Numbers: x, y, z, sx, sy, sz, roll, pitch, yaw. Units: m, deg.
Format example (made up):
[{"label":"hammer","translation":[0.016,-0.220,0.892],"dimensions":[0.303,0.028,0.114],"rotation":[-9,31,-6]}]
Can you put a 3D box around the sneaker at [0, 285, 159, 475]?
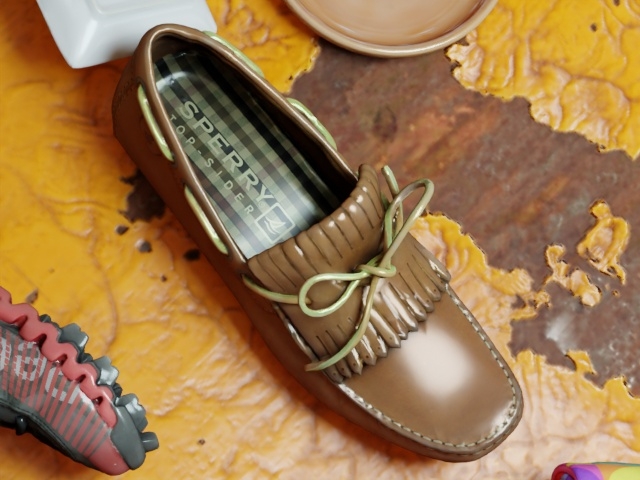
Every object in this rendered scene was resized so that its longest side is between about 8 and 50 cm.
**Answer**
[{"label":"sneaker","translation":[-0.242,0.085,1.140],"dimensions":[0.276,0.097,0.135],"rotation":[39,73,4]}]

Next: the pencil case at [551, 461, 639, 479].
[{"label":"pencil case","translation":[0.277,0.209,1.189],"dimensions":[0.236,0.104,0.104],"rotation":[1,76,-10]}]

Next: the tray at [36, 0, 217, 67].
[{"label":"tray","translation":[-0.177,-0.265,1.236],"dimensions":[0.145,0.030,0.270],"rotation":[-20,83,-42]}]

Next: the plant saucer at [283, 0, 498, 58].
[{"label":"plant saucer","translation":[0.050,-0.234,1.299],"dimensions":[0.200,0.037,0.200],"rotation":[2,76,-9]}]

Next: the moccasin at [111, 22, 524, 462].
[{"label":"moccasin","translation":[0.003,-0.002,1.174],"dimensions":[0.139,0.147,0.380],"rotation":[-34,83,-15]}]
